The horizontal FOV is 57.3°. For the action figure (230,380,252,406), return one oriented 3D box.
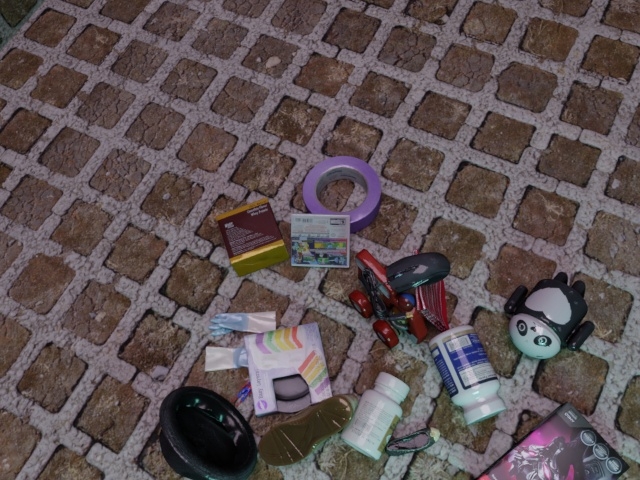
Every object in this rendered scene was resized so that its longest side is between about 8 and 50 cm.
[{"bbox_3d":[-0.233,0.476,1.857,0.038,0.030,0.115,38,72,25],"label":"action figure"}]

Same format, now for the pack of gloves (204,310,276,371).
[{"bbox_3d":[-0.265,0.324,1.919,0.232,0.046,0.195,-3,64,5],"label":"pack of gloves"}]

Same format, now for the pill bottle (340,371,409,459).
[{"bbox_3d":[0.168,0.516,1.740,0.131,0.131,0.229,27,70,16],"label":"pill bottle"}]

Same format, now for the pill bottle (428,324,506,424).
[{"bbox_3d":[0.440,0.401,1.754,0.153,0.153,0.264,-19,65,-3],"label":"pill bottle"}]

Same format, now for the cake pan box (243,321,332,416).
[{"bbox_3d":[-0.103,0.409,1.840,0.246,0.070,0.266,-9,66,-4],"label":"cake pan box"}]

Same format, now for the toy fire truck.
[{"bbox_3d":[0.216,0.184,1.820,0.169,0.254,0.302,-36,67,-10],"label":"toy fire truck"}]

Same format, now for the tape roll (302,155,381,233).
[{"bbox_3d":[0.078,-0.162,2.083,0.275,0.090,0.274,-2,66,5],"label":"tape roll"}]

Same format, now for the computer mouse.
[{"bbox_3d":[0.253,0.126,1.667,0.262,0.060,0.184,-13,63,2],"label":"computer mouse"}]

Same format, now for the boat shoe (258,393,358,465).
[{"bbox_3d":[-0.032,0.560,1.735,0.341,0.110,0.121,-33,79,18],"label":"boat shoe"}]

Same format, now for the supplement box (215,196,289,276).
[{"bbox_3d":[-0.233,-0.011,2.022,0.191,0.129,0.194,-21,66,-4],"label":"supplement box"}]

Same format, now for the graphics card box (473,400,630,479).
[{"bbox_3d":[0.641,0.661,1.648,0.371,0.094,0.232,-35,67,-11],"label":"graphics card box"}]

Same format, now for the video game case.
[{"bbox_3d":[0.000,0.000,1.998,0.202,0.023,0.183,2,102,6],"label":"video game case"}]

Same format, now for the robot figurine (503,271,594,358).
[{"bbox_3d":[0.699,0.228,1.793,0.173,0.209,0.278,47,74,-15],"label":"robot figurine"}]

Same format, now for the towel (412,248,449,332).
[{"bbox_3d":[0.344,0.160,1.817,0.031,0.275,0.198,-13,63,23],"label":"towel"}]

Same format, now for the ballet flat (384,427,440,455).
[{"bbox_3d":[0.274,0.599,1.736,0.173,0.049,0.057,-19,66,-3],"label":"ballet flat"}]

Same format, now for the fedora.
[{"bbox_3d":[-0.354,0.596,1.724,0.152,0.334,0.334,-48,65,22],"label":"fedora"}]
